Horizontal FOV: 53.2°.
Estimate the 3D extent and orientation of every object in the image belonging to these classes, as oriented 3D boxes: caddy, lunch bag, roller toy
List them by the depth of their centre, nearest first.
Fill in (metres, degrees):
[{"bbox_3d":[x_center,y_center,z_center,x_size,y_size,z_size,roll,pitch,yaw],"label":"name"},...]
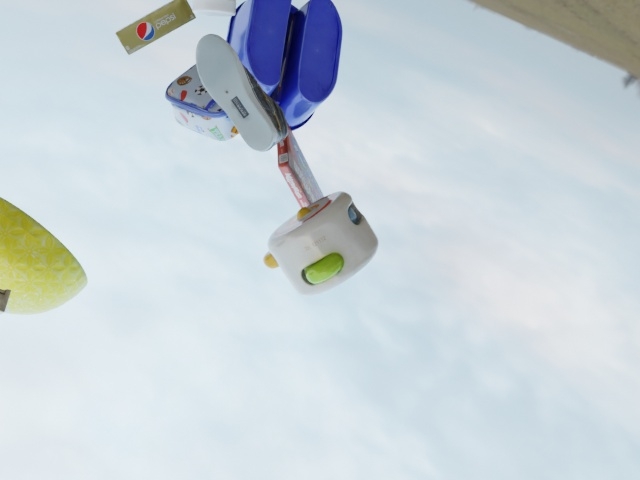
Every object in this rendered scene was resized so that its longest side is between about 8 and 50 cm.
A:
[{"bbox_3d":[0.000,0.000,1.232,0.191,0.209,0.146,-39,-77,-27],"label":"roller toy"},{"bbox_3d":[-0.091,-0.413,1.443,0.241,0.342,0.179,16,161,-25],"label":"caddy"},{"bbox_3d":[-0.219,-0.387,1.617,0.243,0.115,0.303,24,-122,32],"label":"lunch bag"}]

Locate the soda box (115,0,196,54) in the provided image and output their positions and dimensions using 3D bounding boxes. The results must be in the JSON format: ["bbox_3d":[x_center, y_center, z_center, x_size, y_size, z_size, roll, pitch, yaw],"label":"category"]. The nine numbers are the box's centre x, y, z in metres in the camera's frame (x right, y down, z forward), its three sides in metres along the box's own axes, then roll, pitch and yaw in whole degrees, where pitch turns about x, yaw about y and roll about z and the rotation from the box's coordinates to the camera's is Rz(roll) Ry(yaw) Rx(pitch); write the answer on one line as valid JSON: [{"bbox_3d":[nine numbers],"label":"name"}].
[{"bbox_3d":[-0.383,-0.502,1.487,0.058,0.181,0.061,61,178,-26],"label":"soda box"}]

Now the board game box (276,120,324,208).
[{"bbox_3d":[-0.036,-0.125,1.438,0.027,0.281,0.145,-15,-129,12],"label":"board game box"}]

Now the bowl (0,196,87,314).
[{"bbox_3d":[-0.602,0.054,1.189,0.289,0.289,0.156,28,-121,8],"label":"bowl"}]

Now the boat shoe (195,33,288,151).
[{"bbox_3d":[-0.115,-0.218,0.947,0.183,0.065,0.083,61,-159,-8],"label":"boat shoe"}]

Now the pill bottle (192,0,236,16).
[{"bbox_3d":[-0.201,-0.542,1.211,0.117,0.215,0.117,3,-167,-1],"label":"pill bottle"}]

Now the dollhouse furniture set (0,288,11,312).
[{"bbox_3d":[-0.492,0.023,0.771,0.181,0.160,0.101,31,-125,-44],"label":"dollhouse furniture set"}]
